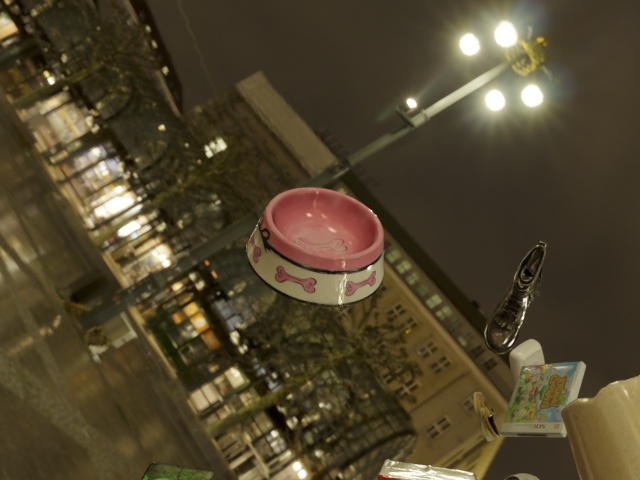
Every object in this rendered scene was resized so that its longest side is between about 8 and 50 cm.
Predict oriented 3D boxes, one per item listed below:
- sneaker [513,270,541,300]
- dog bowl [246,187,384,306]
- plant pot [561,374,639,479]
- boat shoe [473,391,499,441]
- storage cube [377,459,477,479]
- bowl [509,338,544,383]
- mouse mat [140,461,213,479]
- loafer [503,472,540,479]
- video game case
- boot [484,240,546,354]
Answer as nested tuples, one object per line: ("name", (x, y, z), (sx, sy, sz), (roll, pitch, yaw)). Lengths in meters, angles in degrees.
("sneaker", (0.579, 0.156, 2.034), (0.085, 0.152, 0.058), (34, -33, -9))
("dog bowl", (0.000, 0.000, 2.047), (0.408, 0.408, 0.150), (47, -43, 39))
("plant pot", (0.603, 0.417, 1.307), (0.333, 0.334, 0.305), (84, -11, -64))
("boat shoe", (0.459, 0.480, 1.974), (0.050, 0.045, 0.135), (5, 65, -52))
("storage cube", (0.188, 0.523, 1.316), (0.215, 0.184, 0.193), (38, 58, -78))
("bowl", (0.749, 0.437, 2.572), (0.053, 0.142, 0.142), (10, -60, 57))
("mouse mat", (-0.381, 0.637, 1.831), (0.190, 0.152, 0.007), (23, 12, -34))
("loafer", (0.261, 0.466, 0.984), (0.112, 0.319, 0.112), (21, -44, -7))
("video game case", (0.573, 0.410, 1.857), (0.023, 0.212, 0.193), (44, -34, -21))
("boot", (0.504, 0.148, 1.855), (0.091, 0.262, 0.229), (23, -22, 16))
